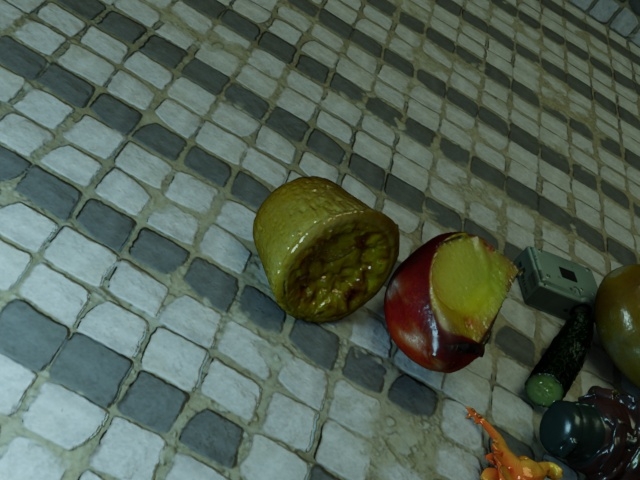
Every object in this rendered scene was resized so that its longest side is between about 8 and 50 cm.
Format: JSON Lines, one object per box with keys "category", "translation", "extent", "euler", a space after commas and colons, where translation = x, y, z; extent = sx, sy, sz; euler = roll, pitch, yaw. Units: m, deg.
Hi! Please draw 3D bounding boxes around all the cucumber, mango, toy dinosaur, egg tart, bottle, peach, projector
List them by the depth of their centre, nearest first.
{"category": "toy dinosaur", "translation": [0.276, 0.335, 1.383], "extent": [0.117, 0.070, 0.288], "euler": [-11, 50, -47]}
{"category": "egg tart", "translation": [0.000, 0.000, 1.452], "extent": [0.202, 0.203, 0.147], "euler": [6, 35, -36]}
{"category": "peach", "translation": [0.169, 0.098, 1.504], "extent": [0.158, 0.154, 0.267], "euler": [41, 42, -7]}
{"category": "bottle", "translation": [0.452, 0.294, 1.515], "extent": [0.271, 0.143, 0.156], "euler": [17, 37, -23]}
{"category": "cucumber", "translation": [0.406, 0.187, 1.678], "extent": [0.067, 0.068, 0.293], "euler": [41, 32, 9]}
{"category": "mango", "translation": [0.589, 0.186, 1.750], "extent": [0.192, 0.146, 0.316], "euler": [-26, 83, -38]}
{"category": "projector", "translation": [0.433, 0.080, 1.838], "extent": [0.147, 0.061, 0.115], "euler": [20, 38, -20]}
